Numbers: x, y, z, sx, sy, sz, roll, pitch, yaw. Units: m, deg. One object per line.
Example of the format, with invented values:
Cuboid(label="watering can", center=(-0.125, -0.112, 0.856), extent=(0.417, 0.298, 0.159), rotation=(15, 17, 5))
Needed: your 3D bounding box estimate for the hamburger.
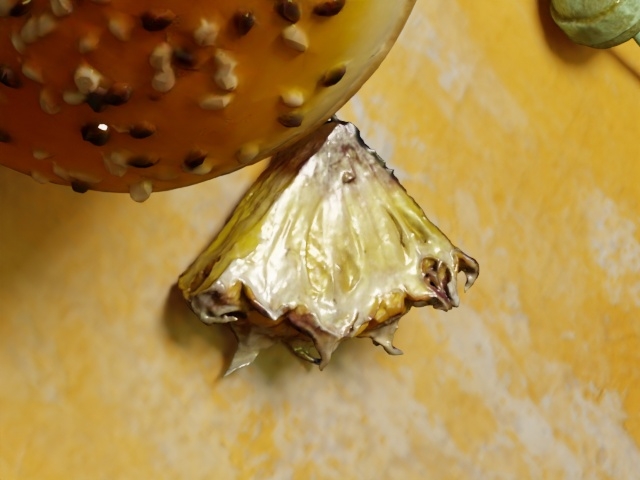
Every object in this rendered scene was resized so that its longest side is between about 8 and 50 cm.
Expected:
Cuboid(label="hamburger", center=(-0.087, -0.158, 0.550), extent=(0.176, 0.300, 0.300), rotation=(-42, 113, -49))

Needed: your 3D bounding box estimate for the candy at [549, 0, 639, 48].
Cuboid(label="candy", center=(0.192, -0.096, 0.914), extent=(0.202, 0.061, 0.061), rotation=(39, 64, -38))

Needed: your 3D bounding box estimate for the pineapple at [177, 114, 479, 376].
Cuboid(label="pineapple", center=(0.000, 0.000, 0.736), extent=(0.137, 0.069, 0.116), rotation=(-6, 91, -36))
